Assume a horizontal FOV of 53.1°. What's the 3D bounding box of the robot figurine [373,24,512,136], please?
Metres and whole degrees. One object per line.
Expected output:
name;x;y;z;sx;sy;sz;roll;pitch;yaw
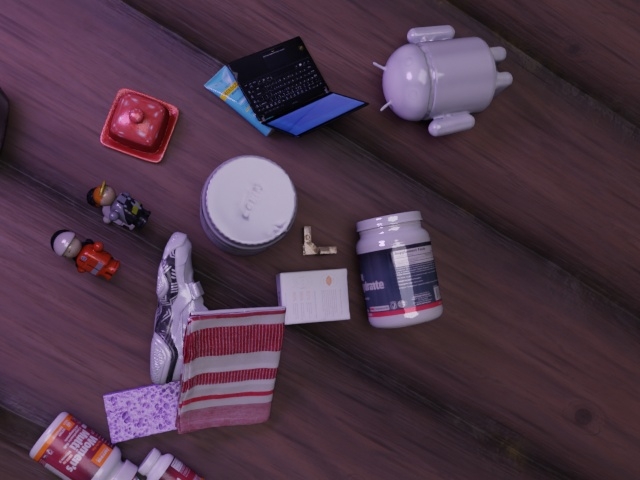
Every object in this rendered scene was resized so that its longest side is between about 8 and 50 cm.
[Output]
robot figurine;0.314;-0.420;1.674;0.354;0.200;0.299;-9;78;-12

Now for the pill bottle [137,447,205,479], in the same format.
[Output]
pill bottle;-0.355;0.565;1.523;0.152;0.086;0.086;39;80;-5

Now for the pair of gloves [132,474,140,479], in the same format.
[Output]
pair of gloves;-0.442;0.670;1.531;0.159;0.023;0.198;40;79;-4

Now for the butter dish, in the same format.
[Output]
butter dish;-0.443;-0.291;1.558;0.160;0.118;0.159;19;81;-9

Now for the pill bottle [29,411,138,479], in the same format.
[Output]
pill bottle;-0.540;0.504;1.474;0.221;0.121;0.121;37;80;-6

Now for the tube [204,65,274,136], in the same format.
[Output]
tube;-0.197;-0.355;1.651;0.207;0.052;0.080;42;68;-1

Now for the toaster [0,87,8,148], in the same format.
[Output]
toaster;-0.800;-0.291;1.473;0.129;0.146;0.226;7;85;-11

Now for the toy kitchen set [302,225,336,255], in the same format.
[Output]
toy kitchen set;0.000;0.000;1.646;0.083;0.068;0.075;-2;86;-12

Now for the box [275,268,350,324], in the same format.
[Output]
box;-0.020;0.141;1.620;0.171;0.091;0.130;-3;86;-11

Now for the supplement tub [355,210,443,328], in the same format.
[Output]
supplement tub;0.194;0.074;1.616;0.191;0.191;0.272;-10;87;-12

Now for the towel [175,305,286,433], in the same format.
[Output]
towel;-0.208;0.305;1.496;0.237;0.037;0.328;-2;117;-25

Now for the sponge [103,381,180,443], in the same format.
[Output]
sponge;-0.407;0.409;1.553;0.210;0.031;0.117;-10;88;-11

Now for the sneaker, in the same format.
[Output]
sneaker;-0.291;0.168;1.547;0.210;0.137;0.365;5;89;-12

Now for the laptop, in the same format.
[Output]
laptop;-0.057;-0.391;1.607;0.234;0.136;0.264;-30;92;-28

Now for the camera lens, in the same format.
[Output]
camera lens;-0.174;-0.077;1.513;0.220;0.274;0.219;1;85;-11

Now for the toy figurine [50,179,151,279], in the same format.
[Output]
toy figurine;-0.511;-0.027;1.475;0.148;0.213;0.209;33;81;-21
